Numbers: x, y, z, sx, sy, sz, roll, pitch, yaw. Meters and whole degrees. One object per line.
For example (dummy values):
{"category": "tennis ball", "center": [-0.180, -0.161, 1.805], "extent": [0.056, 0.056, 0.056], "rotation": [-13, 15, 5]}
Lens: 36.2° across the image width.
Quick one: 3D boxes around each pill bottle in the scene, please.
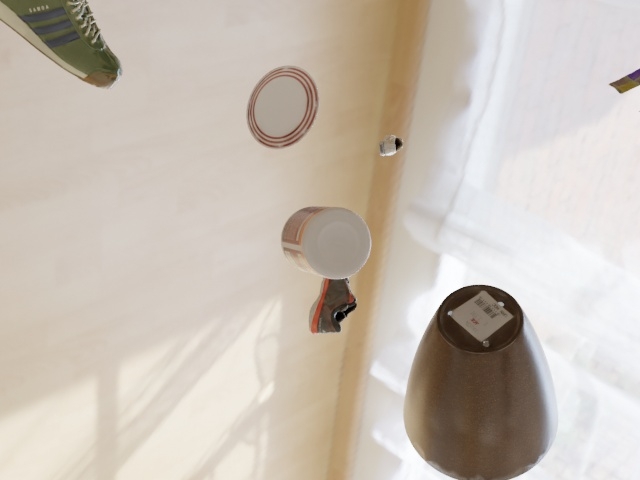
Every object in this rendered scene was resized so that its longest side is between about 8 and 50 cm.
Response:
{"category": "pill bottle", "center": [0.000, 0.000, 1.208], "extent": [0.086, 0.152, 0.086], "rotation": [-1, 93, -17]}

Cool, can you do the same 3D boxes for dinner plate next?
{"category": "dinner plate", "center": [-0.064, -0.219, 1.606], "extent": [0.141, 0.017, 0.141], "rotation": [-16, 119, -31]}

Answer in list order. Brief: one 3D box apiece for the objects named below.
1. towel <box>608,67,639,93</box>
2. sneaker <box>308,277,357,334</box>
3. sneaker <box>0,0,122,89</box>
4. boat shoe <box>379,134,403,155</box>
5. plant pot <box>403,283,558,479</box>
{"category": "towel", "center": [0.552, -0.284, 1.718], "extent": [0.083, 0.060, 0.009], "rotation": [-26, 112, 9]}
{"category": "sneaker", "center": [0.032, 0.094, 1.561], "extent": [0.061, 0.064, 0.158], "rotation": [81, 24, -45]}
{"category": "sneaker", "center": [-0.277, -0.247, 1.050], "extent": [0.192, 0.064, 0.086], "rotation": [36, 117, -27]}
{"category": "boat shoe", "center": [0.128, -0.167, 1.712], "extent": [0.100, 0.035, 0.035], "rotation": [-30, 115, -73]}
{"category": "plant pot", "center": [0.209, 0.167, 1.286], "extent": [0.215, 0.215, 0.230], "rotation": [-44, 146, -26]}
